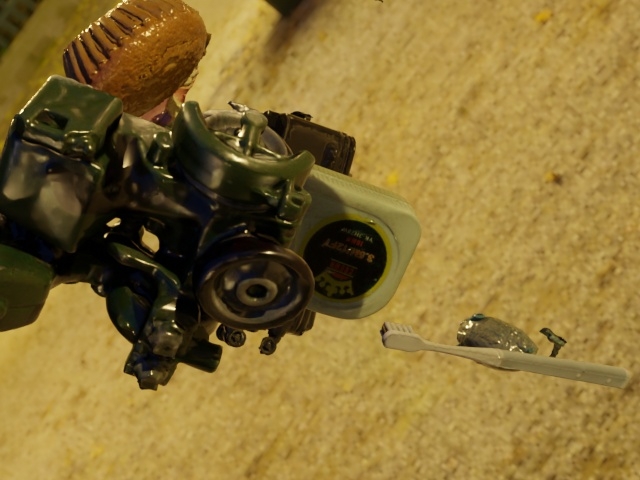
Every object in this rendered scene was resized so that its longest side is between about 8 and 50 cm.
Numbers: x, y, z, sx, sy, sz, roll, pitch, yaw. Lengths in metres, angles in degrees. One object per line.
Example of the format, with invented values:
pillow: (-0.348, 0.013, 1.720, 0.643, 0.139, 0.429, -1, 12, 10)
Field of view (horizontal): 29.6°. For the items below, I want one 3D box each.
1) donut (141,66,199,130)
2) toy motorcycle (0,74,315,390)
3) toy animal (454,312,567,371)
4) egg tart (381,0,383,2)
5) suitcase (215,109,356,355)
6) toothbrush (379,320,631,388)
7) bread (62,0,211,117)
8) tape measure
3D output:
donut: (-0.254, -0.231, 2.033, 0.117, 0.065, 0.166, -34, 38, 40)
toy motorcycle: (-0.140, -0.011, 0.760, 0.127, 0.275, 0.205, -87, 21, -50)
toy animal: (0.253, 0.141, 1.591, 0.253, 0.079, 0.070, -173, 97, -69)
egg tart: (0.030, -0.317, 1.213, 0.090, 0.213, 0.212, -49, 21, 10)
suitcase: (-0.086, -0.019, 2.158, 0.283, 0.194, 0.433, 4, 79, 66)
toothbrush: (0.219, 0.136, 1.392, 0.025, 0.342, 0.030, -65, 27, 27)
bread: (-0.281, -0.274, 1.808, 0.240, 0.139, 0.240, -43, -3, -3)
tape measure: (0.000, 0.000, 1.679, 0.115, 0.235, 0.207, -108, 39, -65)
